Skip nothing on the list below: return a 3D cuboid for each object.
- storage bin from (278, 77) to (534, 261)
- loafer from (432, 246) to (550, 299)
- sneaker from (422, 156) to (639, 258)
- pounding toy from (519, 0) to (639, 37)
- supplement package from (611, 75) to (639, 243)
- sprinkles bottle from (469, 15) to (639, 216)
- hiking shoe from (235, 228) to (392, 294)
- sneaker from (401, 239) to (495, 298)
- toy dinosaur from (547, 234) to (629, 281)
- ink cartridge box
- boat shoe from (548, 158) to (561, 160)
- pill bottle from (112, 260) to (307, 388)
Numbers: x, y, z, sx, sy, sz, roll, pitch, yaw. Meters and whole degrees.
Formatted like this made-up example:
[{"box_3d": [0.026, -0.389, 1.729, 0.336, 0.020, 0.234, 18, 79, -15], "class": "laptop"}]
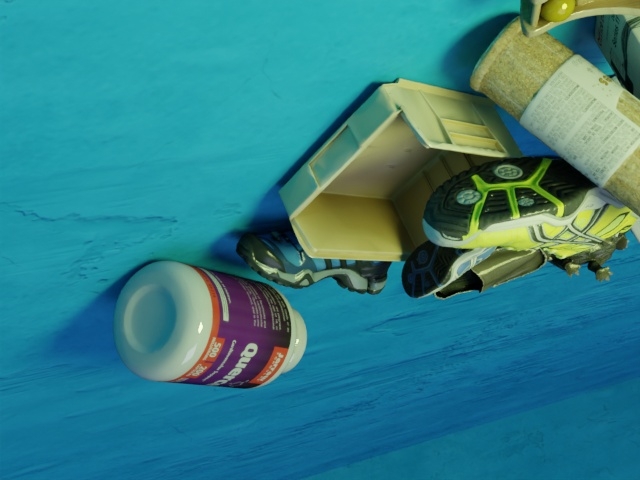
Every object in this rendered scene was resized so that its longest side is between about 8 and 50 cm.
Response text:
[{"box_3d": [0.119, -0.092, 1.391, 0.260, 0.123, 0.262, 2, 145, -44], "class": "storage bin"}, {"box_3d": [0.317, 0.060, 1.827, 0.251, 0.087, 0.094, -19, 123, 15], "class": "loafer"}, {"box_3d": [0.315, -0.032, 1.326, 0.385, 0.145, 0.147, -12, 127, -22], "class": "sneaker"}, {"box_3d": [0.360, -0.302, 1.151, 0.270, 0.154, 0.155, -21, 154, -5], "class": "pounding toy"}, {"box_3d": [0.536, -0.141, 1.587, 0.175, 0.177, 0.293, -34, 154, 15], "class": "supplement package"}, {"box_3d": [0.359, -0.138, 1.226, 0.121, 0.355, 0.121, -46, 167, -14], "class": "sprinkles bottle"}, {"box_3d": [0.000, 0.000, 1.525, 0.304, 0.113, 0.132, 6, 116, -43], "class": "hiking shoe"}, {"box_3d": [0.208, 0.023, 1.455, 0.081, 0.080, 0.211, 8, 141, -44], "class": "sneaker"}, {"box_3d": [0.495, 0.013, 1.913, 0.314, 0.121, 0.160, -12, -168, 6], "class": "toy dinosaur"}, {"box_3d": [0.447, -0.246, 1.275, 0.087, 0.208, 0.153, -22, 154, 3], "class": "ink cartridge box"}, {"box_3d": [0.425, -0.068, 1.723, 0.320, 0.103, 0.118, 7, 141, -48], "class": "boat shoe"}, {"box_3d": [-0.161, 0.142, 1.537, 0.181, 0.181, 0.323, -35, 152, 23], "class": "pill bottle"}]
